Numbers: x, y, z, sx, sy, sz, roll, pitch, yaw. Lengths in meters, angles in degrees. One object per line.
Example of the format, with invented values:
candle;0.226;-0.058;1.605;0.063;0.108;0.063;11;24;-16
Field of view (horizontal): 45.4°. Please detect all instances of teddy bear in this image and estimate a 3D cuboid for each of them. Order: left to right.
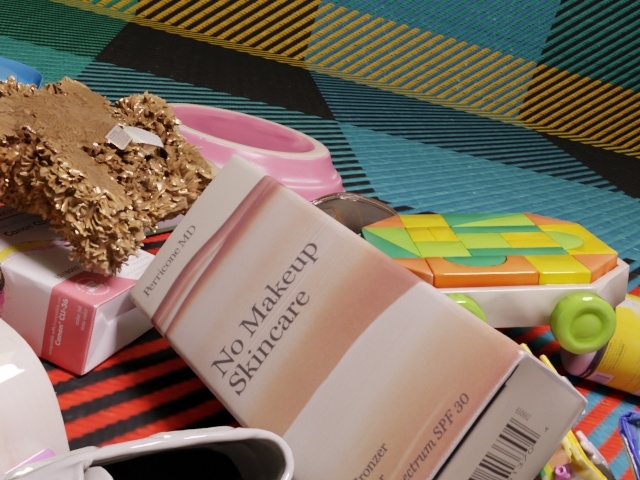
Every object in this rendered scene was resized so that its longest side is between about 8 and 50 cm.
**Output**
teddy bear;-0.218;-0.061;0.649;0.245;0.113;0.338;41;25;10

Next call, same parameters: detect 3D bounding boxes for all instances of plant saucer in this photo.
plant saucer;-0.118;-0.118;1.069;0.332;0.084;0.332;14;17;-4

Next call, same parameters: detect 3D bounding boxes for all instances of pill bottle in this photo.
pill bottle;0.361;0.120;0.818;0.184;0.103;0.103;17;20;1

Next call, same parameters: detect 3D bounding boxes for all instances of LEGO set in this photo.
LEGO set;0.154;0.164;0.600;0.132;0.107;0.287;51;14;-8

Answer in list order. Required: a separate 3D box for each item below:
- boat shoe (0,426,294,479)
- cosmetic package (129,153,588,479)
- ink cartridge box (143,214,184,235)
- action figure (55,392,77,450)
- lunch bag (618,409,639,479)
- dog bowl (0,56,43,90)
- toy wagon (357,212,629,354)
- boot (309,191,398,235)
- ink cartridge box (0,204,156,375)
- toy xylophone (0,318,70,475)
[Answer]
boat shoe;-0.119;0.146;0.359;0.267;0.088;0.096;1;56;-47
cosmetic package;0.011;0.075;0.543;0.296;0.153;0.129;34;-2;42
ink cartridge box;-0.265;-0.085;0.873;0.212;0.093;0.154;27;22;23
action figure;-0.197;0.113;0.505;0.038;0.030;0.115;-12;32;-44
lunch bag;0.272;0.187;0.519;0.151;0.096;0.129;47;0;41
dog bowl;-0.453;-0.180;1.003;0.165;0.074;0.297;7;23;-25
toy wagon;0.129;0.032;0.791;0.344;0.068;0.267;0;18;-4
boot;0.000;0.000;0.905;0.219;0.082;0.106;1;34;-15
ink cartridge box;-0.242;0.025;0.638;0.198;0.067;0.115;21;21;12
toy xylophone;-0.309;0.071;0.440;0.236;0.081;0.322;-20;41;-40
